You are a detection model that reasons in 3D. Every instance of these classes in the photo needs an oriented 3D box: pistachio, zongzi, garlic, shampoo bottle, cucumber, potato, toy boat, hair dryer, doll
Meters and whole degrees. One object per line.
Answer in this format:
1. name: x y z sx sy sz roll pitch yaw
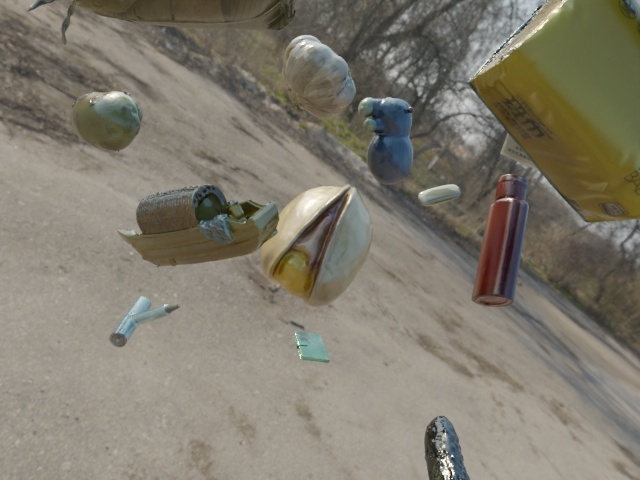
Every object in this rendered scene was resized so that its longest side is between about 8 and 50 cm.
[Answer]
1. pistachio: 0.000 0.000 1.189 0.230 0.230 0.309 37 47 -1
2. zongzi: -0.266 -0.489 0.865 0.499 0.218 0.467 -3 4 -8
3. garlic: -0.015 -0.422 1.425 0.228 0.152 0.228 48 -15 17
4. shampoo bottle: 0.362 -0.003 1.068 0.064 0.260 0.102 19 -16 -9
5. cucumber: 0.231 0.422 0.951 0.303 0.081 0.072 -100 173 -69
6. potato: -0.570 -0.315 1.422 0.262 0.165 0.165 13 -6 45
7. toy boat: -0.198 -0.027 0.824 0.089 0.310 0.115 -44 118 -43
8. hair dryer: -0.383 0.163 1.248 0.044 0.183 0.155 60 17 -23
9. doll: 0.208 -0.302 1.634 0.154 0.259 0.228 12 16 32

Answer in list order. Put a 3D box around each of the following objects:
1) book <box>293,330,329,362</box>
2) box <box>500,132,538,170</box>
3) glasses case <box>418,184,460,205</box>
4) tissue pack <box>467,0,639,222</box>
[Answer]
1. book: -0.033 0.350 1.778 0.103 0.017 0.135 12 24 -21
2. box: 0.460 -0.241 1.140 0.109 0.198 0.029 30 56 21
3. glasses case: 0.228 -0.087 1.030 0.021 0.083 0.032 88 -17 -51
4. tissue pack: 0.350 -0.179 0.686 0.271 0.192 0.134 44 -7 -10
